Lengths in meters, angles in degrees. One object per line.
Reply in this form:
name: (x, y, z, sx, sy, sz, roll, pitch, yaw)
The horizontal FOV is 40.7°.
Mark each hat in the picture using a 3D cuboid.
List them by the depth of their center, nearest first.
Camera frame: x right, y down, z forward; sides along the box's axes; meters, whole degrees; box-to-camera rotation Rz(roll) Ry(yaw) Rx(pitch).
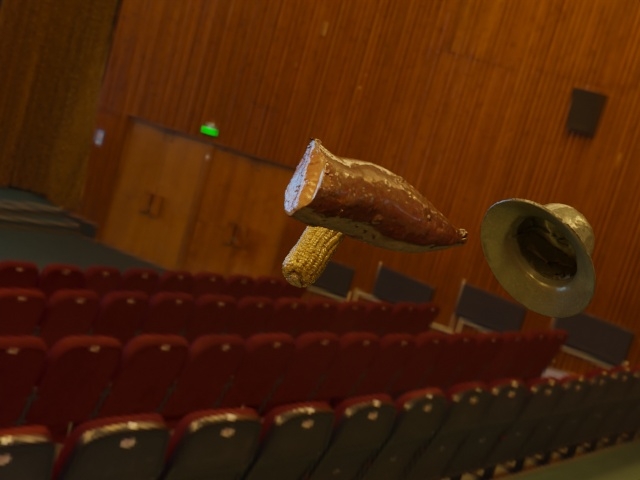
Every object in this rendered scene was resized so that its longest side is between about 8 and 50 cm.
hat: (0.442, 0.008, 1.634, 0.130, 0.257, 0.257, -34, 39, -31)

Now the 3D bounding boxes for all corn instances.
corn: (0.000, 0.000, 1.534, 0.072, 0.072, 0.203, 22, 55, 17)

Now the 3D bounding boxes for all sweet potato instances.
sweet potato: (0.096, -0.050, 1.362, 0.337, 0.131, 0.131, 18, 6, -34)
